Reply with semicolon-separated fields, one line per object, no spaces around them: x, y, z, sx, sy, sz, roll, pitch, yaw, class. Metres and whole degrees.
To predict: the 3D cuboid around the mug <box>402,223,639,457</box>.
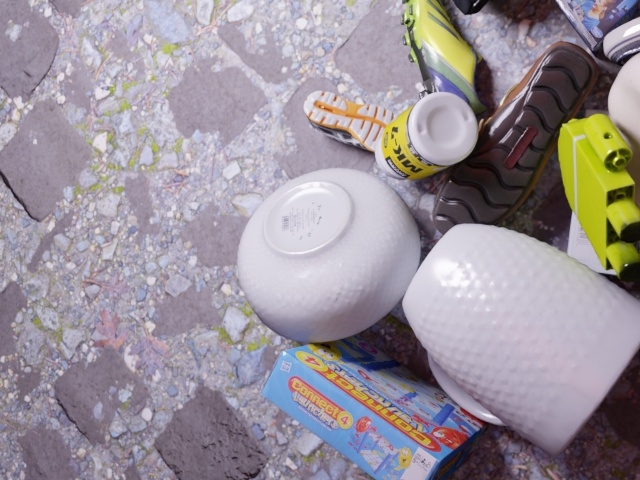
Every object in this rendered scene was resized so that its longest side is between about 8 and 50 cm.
0.298;0.164;1.366;0.328;0.276;0.374;36;139;17;mug

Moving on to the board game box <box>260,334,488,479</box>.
0.101;0.286;1.422;0.308;0.302;0.086;32;102;21;board game box

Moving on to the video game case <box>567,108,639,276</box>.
0.540;-0.069;1.355;0.244;0.061;0.270;8;93;26;video game case

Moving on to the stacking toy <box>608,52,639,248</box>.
0.670;-0.135;1.146;0.479;0.350;0.351;-14;84;5;stacking toy

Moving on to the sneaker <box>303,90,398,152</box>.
0.071;-0.211;1.566;0.214;0.083;0.084;26;75;5;sneaker

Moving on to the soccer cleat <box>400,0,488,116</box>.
0.222;-0.344;1.504;0.121;0.093;0.289;-11;79;-6;soccer cleat

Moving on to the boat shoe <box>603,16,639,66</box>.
0.616;-0.274;1.282;0.340;0.127;0.158;-7;79;24;boat shoe

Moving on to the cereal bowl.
0.000;0.000;1.470;0.338;0.141;0.339;-12;51;15;cereal bowl

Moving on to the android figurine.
0.419;-0.074;1.256;0.056;0.248;0.273;-14;42;5;android figurine

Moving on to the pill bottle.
0.172;-0.169;1.425;0.119;0.208;0.119;2;83;-15;pill bottle

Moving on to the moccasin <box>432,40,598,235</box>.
0.320;-0.164;1.422;0.139;0.147;0.380;29;106;7;moccasin

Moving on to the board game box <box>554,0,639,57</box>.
0.480;-0.442;1.385;0.194;0.060;0.194;-35;76;19;board game box

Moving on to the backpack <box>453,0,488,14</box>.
0.221;-0.604;1.421;0.355;0.273;0.290;39;109;-3;backpack
